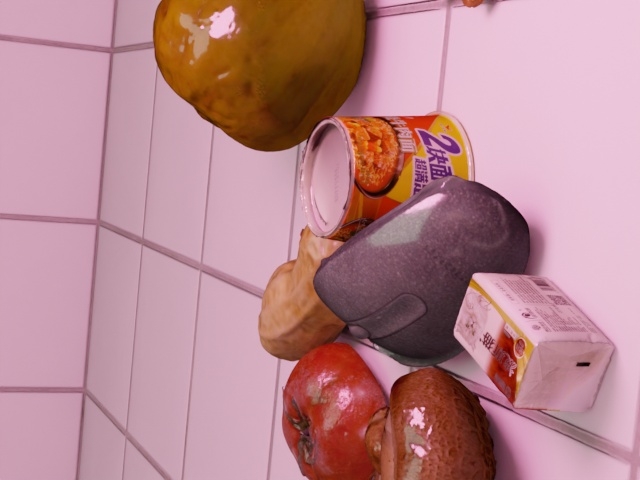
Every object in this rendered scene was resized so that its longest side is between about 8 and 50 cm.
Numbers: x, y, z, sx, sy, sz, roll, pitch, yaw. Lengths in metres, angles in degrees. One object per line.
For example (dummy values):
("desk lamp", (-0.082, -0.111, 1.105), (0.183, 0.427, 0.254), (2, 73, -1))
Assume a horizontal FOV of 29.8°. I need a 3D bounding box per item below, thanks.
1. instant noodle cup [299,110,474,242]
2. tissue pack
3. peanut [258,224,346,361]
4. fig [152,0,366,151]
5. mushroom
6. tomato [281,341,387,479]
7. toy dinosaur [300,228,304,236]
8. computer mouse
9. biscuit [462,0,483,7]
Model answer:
("instant noodle cup", (0.079, -0.078, 1.623), (0.213, 0.174, 0.213), (-177, 90, -66))
("tissue pack", (0.231, 0.112, 1.329), (0.148, 0.106, 0.099), (-125, 45, -55))
("peanut", (-0.006, 0.075, 1.846), (0.305, 0.147, 0.147), (-53, 40, 48))
("fig", (-0.078, -0.324, 1.871), (0.343, 0.343, 0.343), (-177, 90, -67))
("mushroom", (0.132, 0.280, 1.459), (0.253, 0.153, 0.253), (-178, 90, -85))
("tomato", (0.009, 0.272, 1.809), (0.237, 0.095, 0.236), (22, 115, 60))
("toy dinosaur", (0.000, 0.000, 1.944), (0.154, 0.055, 0.049), (-43, 51, 47))
("computer mouse", (0.111, 0.056, 1.508), (0.374, 0.203, 0.114), (-46, 12, 50))
("biscuit", (0.183, -0.418, 1.599), (0.183, 0.043, 0.280), (-51, 36, 44))
